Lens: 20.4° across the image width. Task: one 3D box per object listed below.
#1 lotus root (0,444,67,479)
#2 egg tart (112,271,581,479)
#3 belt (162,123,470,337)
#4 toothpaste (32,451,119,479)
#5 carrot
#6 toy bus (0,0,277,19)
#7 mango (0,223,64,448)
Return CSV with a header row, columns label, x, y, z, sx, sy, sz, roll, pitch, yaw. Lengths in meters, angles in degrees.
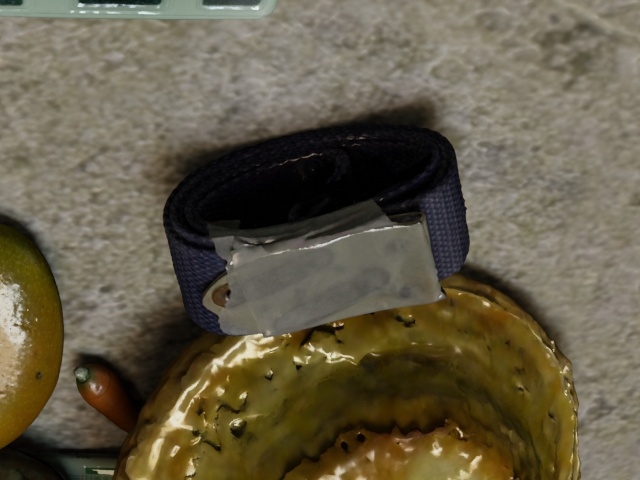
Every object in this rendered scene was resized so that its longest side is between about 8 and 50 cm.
label,x,y,z,sx,sy,sz,roll,pitch,yaw
lotus root,-0.332,0.249,1.525,0.274,0.160,0.152,13,123,-20
egg tart,0.042,0.232,1.507,0.443,0.178,0.443,-8,116,-16
belt,0.000,0.000,1.372,0.230,0.140,0.126,-13,132,-1
toothpaste,-0.152,0.215,1.610,0.218,0.041,0.064,-1,125,-5
carrot,-0.174,0.144,1.547,0.035,0.035,0.142,-25,138,13
toy bus,-0.151,-0.225,1.150,0.271,0.133,0.165,0,136,-12
mango,-0.276,0.088,1.438,0.136,0.099,0.228,16,119,-14
